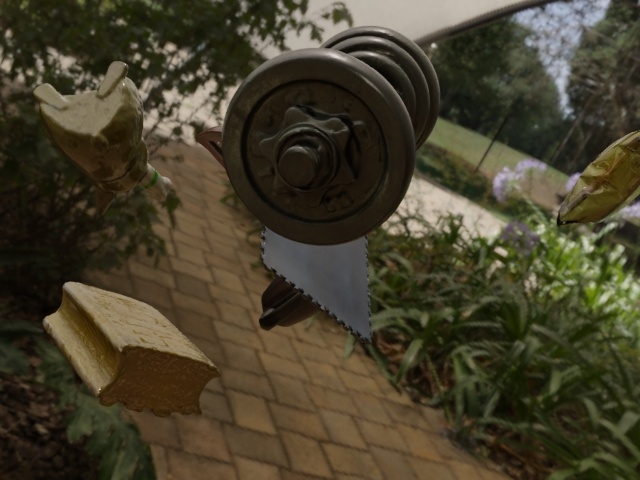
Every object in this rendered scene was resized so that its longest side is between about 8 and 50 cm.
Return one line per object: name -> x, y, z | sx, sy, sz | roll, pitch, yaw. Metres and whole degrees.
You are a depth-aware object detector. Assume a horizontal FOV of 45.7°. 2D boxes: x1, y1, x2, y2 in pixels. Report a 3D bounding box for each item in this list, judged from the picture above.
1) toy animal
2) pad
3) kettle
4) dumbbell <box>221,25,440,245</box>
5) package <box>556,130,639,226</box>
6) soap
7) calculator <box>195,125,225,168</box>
toy animal -> -0.397, -0.176, 1.414 | 0.180, 0.181, 0.363 | 62, -12, 11
pad -> 0.000, 0.000, 1.190 | 0.269, 0.012, 0.269 | 41, 36, -36
kettle -> -0.033, 0.116, 1.722 | 0.144, 0.232, 0.202 | 46, 27, -9
dumbbell -> 0.028, -0.126, 0.799 | 0.179, 0.179, 0.406 | 29, 24, 2
package -> 0.505, -0.105, 1.305 | 0.090, 0.226, 0.168 | 47, 25, 19
soap -> -0.426, 0.248, 1.711 | 0.293, 0.156, 0.335 | 24, 5, -44
calculator -> -0.177, -0.194, 1.842 | 0.220, 0.048, 0.330 | 50, -17, -28
